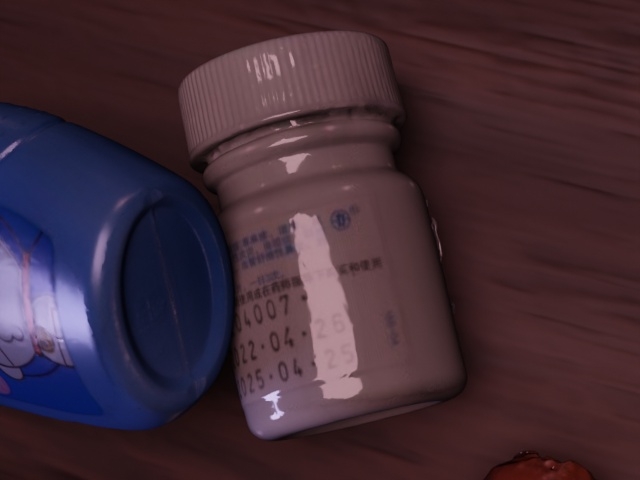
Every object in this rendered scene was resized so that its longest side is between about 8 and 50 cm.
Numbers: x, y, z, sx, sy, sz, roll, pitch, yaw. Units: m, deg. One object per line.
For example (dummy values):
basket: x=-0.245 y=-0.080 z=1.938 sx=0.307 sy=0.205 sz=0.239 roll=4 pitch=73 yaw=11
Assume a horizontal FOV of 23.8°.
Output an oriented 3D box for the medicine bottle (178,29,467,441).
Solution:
medicine bottle: x=0.000 y=0.000 z=0.690 sx=0.105 sy=0.105 sz=0.168 roll=-14 pitch=80 yaw=10

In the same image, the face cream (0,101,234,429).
face cream: x=-0.163 y=0.005 z=0.696 sx=0.264 sy=0.083 sz=0.149 roll=8 pitch=118 yaw=37

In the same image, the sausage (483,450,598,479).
sausage: x=0.081 y=0.160 z=0.667 sx=0.076 sy=0.076 sz=0.141 roll=25 pitch=87 yaw=14
